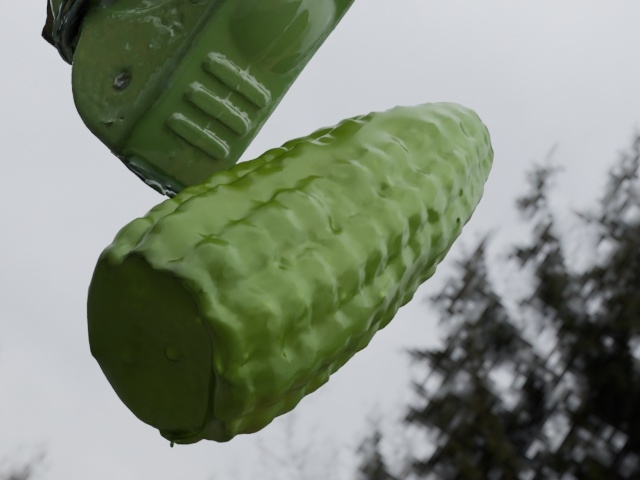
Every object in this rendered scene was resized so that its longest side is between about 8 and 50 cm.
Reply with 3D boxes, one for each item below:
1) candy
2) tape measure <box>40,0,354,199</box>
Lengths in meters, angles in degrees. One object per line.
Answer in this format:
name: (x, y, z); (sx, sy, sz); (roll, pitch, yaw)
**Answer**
candy: (0.000, 0.000, 0.748); (0.096, 0.209, 0.097); (27, -45, 31)
tape measure: (-0.055, -0.125, 0.825); (0.154, 0.177, 0.087); (41, 2, 41)
